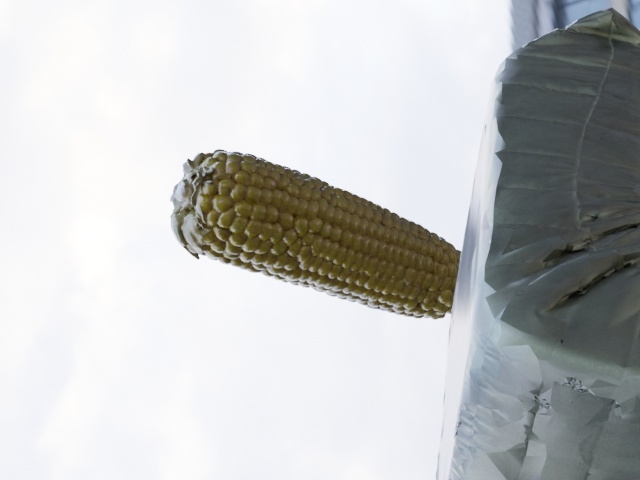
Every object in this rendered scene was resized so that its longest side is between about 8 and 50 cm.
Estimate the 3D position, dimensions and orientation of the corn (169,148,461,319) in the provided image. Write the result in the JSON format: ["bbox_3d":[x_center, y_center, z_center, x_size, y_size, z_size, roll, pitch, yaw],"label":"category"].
[{"bbox_3d":[0.003,-0.001,1.171,0.260,0.091,0.091,19,-102,-25],"label":"corn"}]

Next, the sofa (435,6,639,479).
[{"bbox_3d":[0.148,0.045,0.648,0.225,0.176,0.210,-78,-6,-50],"label":"sofa"}]
